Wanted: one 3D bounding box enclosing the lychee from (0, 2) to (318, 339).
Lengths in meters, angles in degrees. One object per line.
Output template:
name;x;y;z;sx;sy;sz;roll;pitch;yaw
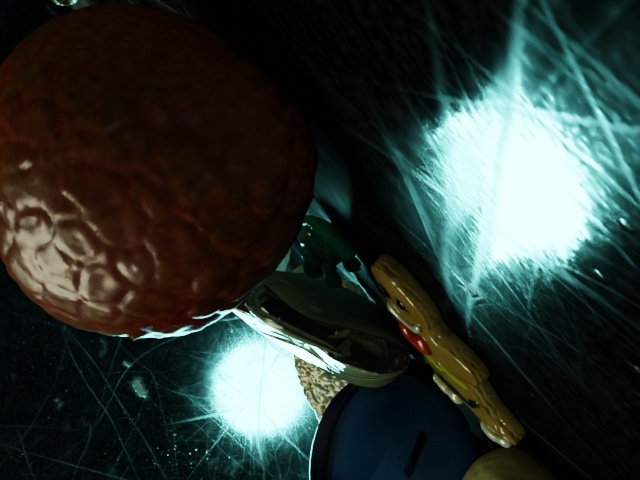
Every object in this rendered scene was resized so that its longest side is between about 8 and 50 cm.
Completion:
lychee;-0.142;-0.054;0.566;0.255;0.300;0.255;-6;-90;-69

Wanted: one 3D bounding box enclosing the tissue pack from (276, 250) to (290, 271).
tissue pack;-0.189;-0.033;1.512;0.238;0.238;0.305;48;175;19

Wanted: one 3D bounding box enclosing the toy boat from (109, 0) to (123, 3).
toy boat;-0.180;-0.170;0.937;0.293;0.099;0.108;60;172;-19

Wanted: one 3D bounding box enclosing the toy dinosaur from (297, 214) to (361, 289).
toy dinosaur;0.000;0.000;0.864;0.132;0.059;0.096;36;159;37

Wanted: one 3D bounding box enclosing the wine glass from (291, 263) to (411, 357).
wine glass;-0.031;0.158;1.244;0.309;0.264;0.096;44;133;51

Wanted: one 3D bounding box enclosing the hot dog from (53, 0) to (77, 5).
hot dog;-0.329;-0.355;0.758;0.259;0.114;0.175;53;173;-31

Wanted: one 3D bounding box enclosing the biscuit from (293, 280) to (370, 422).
biscuit;0.040;0.184;1.132;0.188;0.040;0.265;21;118;26

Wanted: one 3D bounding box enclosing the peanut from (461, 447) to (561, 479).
peanut;0.208;0.286;0.723;0.137;0.122;0.253;43;180;-20

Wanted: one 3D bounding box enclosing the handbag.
handbag;-0.001;0.084;0.833;0.241;0.109;0.315;24;171;15

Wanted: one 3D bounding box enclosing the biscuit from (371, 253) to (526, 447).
biscuit;0.113;0.104;0.721;0.240;0.035;0.158;53;172;-32

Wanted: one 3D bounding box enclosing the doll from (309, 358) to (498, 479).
doll;0.126;0.318;0.999;0.310;0.284;0.240;33;153;-15
